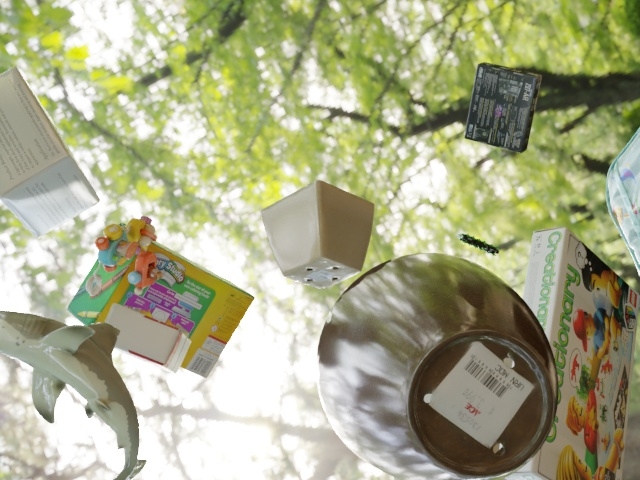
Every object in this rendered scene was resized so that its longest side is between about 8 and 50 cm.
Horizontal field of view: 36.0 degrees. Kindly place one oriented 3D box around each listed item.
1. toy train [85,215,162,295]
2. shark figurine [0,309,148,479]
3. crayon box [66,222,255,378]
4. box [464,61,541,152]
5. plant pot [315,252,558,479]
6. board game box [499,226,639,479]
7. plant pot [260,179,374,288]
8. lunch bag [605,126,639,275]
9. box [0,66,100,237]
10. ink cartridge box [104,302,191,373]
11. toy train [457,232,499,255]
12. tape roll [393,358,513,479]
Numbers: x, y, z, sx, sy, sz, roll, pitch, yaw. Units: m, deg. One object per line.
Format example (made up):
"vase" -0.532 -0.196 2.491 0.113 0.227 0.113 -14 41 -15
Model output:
"toy train" -0.270 0.030 1.426 0.166 0.046 0.125 -15 -63 -69
"shark figurine" -0.245 0.155 1.100 0.278 0.166 0.116 55 -151 -18
"crayon box" -0.254 0.104 1.615 0.081 0.165 0.278 29 177 43
"box" 0.192 -0.141 1.040 0.018 0.067 0.083 -29 -49 -55
"plant pot" 0.108 0.116 0.815 0.230 0.215 0.215 155 90 -87
"board game box" 0.303 0.162 1.177 0.193 0.053 0.305 34 -122 -36
"plant pot" 0.000 0.000 1.252 0.109 0.109 0.096 21 -126 -42
"lunch bag" 0.483 -0.030 1.276 0.224 0.108 0.279 119 147 -51
"box" -0.446 -0.130 1.494 0.181 0.119 0.182 56 171 17
"ink cartridge box" -0.239 0.138 1.354 0.135 0.099 0.056 93 -161 -77
"toy train" 0.251 0.005 1.564 0.083 0.017 0.024 21 -174 -32
"tape roll" 0.201 0.271 1.395 0.392 0.072 0.392 0 -90 -64
